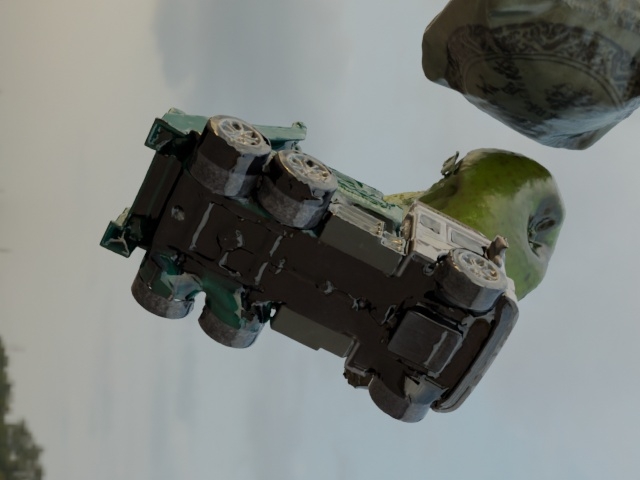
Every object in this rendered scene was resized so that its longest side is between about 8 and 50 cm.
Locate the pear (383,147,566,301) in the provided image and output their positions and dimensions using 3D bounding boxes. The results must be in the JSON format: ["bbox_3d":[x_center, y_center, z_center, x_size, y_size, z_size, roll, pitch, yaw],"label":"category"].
[{"bbox_3d":[0.149,-0.001,1.395,0.238,0.255,0.164,-78,145,-67],"label":"pear"}]

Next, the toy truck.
[{"bbox_3d":[0.000,0.000,0.688,0.110,0.216,0.116,-62,-174,27],"label":"toy truck"}]

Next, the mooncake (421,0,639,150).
[{"bbox_3d":[0.254,-0.210,1.374,0.250,0.254,0.136,132,-21,-70],"label":"mooncake"}]

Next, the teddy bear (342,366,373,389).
[{"bbox_3d":[0.071,0.115,1.104,0.160,0.119,0.078,-154,-115,-72],"label":"teddy bear"}]
